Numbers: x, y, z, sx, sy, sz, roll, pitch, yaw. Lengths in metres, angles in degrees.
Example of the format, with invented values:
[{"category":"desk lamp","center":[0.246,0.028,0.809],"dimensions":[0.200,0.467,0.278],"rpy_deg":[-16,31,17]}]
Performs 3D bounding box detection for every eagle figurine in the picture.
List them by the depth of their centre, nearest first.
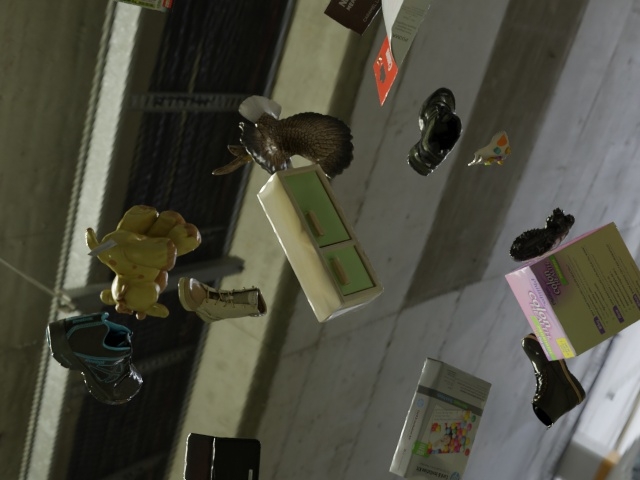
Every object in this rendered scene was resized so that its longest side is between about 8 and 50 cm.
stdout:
[{"category":"eagle figurine","center":[-0.086,-0.212,1.925],"dimensions":[0.225,0.298,0.226],"rpy_deg":[34,-104,-21]}]

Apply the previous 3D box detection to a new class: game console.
[{"category":"game console","center":[-0.152,0.361,1.297],"dimensions":[0.071,0.107,0.122],"rpy_deg":[155,119,-74]}]

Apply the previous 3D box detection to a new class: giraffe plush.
[{"category":"giraffe plush","center":[-0.332,0.056,1.568],"dimensions":[0.210,0.181,0.170],"rpy_deg":[-24,-50,-35]}]

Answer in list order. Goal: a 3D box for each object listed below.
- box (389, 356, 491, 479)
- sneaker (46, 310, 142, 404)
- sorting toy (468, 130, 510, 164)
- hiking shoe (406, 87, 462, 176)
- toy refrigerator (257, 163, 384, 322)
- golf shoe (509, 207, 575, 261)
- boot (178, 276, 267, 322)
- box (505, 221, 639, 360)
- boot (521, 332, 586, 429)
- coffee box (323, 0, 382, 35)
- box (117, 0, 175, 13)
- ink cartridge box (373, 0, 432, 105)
[{"category":"box","center":[0.193,0.294,1.339],"dimensions":[0.145,0.038,0.186],"rpy_deg":[29,-102,-41]},{"category":"sneaker","center":[-0.470,0.268,1.895],"dimensions":[0.139,0.125,0.341],"rpy_deg":[-20,-32,5]},{"category":"sorting toy","center":[0.341,-0.176,1.730],"dimensions":[0.075,0.045,0.083],"rpy_deg":[-18,-21,-18]},{"category":"hiking shoe","center":[0.258,-0.237,1.746],"dimensions":[0.086,0.114,0.227],"rpy_deg":[33,-124,-23]},{"category":"toy refrigerator","center":[0.000,0.000,1.515],"dimensions":[0.102,0.269,0.094],"rpy_deg":[-14,-20,-37]},{"category":"golf shoe","center":[0.518,0.010,1.977],"dimensions":[0.198,0.077,0.094],"rpy_deg":[-31,-34,-23]},{"category":"boot","center":[-0.229,0.136,1.997],"dimensions":[0.213,0.165,0.077],"rpy_deg":[54,-146,-60]},{"category":"box","center":[0.569,0.112,1.842],"dimensions":[0.243,0.213,0.117],"rpy_deg":[-25,-5,-20]},{"category":"boot","center":[0.512,0.324,1.956],"dimensions":[0.137,0.198,0.077],"rpy_deg":[-32,-15,-33]},{"category":"coffee box","center":[0.102,-0.561,1.844],"dimensions":[0.141,0.098,0.246],"rpy_deg":[-55,7,30]},{"category":"box","center":[-0.351,-0.490,1.610],"dimensions":[0.114,0.207,0.036],"rpy_deg":[7,-63,-25]},{"category":"ink cartridge box","center":[0.132,-0.397,1.571],"dimensions":[0.189,0.066,0.232],"rpy_deg":[-92,28,-54]}]
